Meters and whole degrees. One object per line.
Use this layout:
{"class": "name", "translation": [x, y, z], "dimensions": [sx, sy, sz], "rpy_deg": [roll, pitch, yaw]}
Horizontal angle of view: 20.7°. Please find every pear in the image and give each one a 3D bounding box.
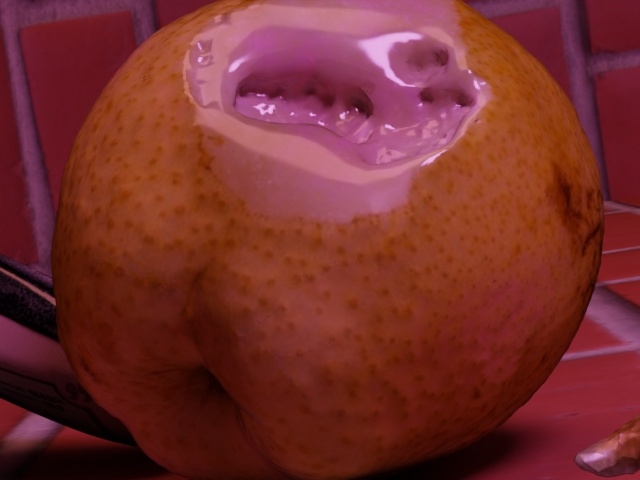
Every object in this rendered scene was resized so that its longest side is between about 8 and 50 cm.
{"class": "pear", "translation": [0.000, 0.000, 0.851], "dimensions": [0.271, 0.271, 0.271], "rpy_deg": [-8, 4, 1]}

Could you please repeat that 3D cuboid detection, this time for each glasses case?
{"class": "glasses case", "translation": [-0.199, 0.048, 1.054], "dimensions": [0.314, 0.075, 0.122], "rpy_deg": [21, -13, 29]}

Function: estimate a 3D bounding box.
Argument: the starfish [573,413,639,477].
{"class": "starfish", "translation": [0.276, 0.021, 0.565], "dimensions": [0.347, 0.078, 0.358], "rpy_deg": [-6, 2, 40]}
